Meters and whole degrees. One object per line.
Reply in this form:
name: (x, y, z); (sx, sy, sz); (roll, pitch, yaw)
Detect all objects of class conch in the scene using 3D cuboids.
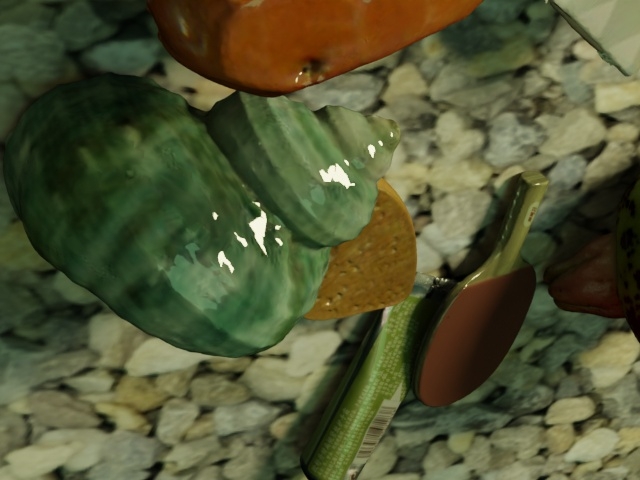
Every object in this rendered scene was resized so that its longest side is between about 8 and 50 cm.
conch: (-0.073, -0.026, 1.122); (0.277, 0.220, 0.195); (-17, -179, 6)

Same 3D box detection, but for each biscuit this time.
biscuit: (0.000, 0.000, 1.293); (0.221, 0.029, 0.142); (18, 117, -38)

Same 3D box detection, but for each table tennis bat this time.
table tennis bat: (0.150, 0.047, 1.423); (0.138, 0.022, 0.246); (-12, 131, -44)

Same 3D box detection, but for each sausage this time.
sausage: (0.012, -0.196, 1.044); (0.268, 0.141, 0.153); (-25, 137, -11)

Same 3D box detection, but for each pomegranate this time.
pomegranate: (0.314, 0.025, 1.407); (0.248, 0.214, 0.214); (-12, 144, 25)

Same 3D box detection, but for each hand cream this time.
hand cream: (0.050, 0.129, 1.433); (0.086, 0.055, 0.235); (12, 113, -42)

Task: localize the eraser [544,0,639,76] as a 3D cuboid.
eraser: (0.296, -0.322, 1.150); (0.397, 0.082, 0.213); (-46, 137, 12)
